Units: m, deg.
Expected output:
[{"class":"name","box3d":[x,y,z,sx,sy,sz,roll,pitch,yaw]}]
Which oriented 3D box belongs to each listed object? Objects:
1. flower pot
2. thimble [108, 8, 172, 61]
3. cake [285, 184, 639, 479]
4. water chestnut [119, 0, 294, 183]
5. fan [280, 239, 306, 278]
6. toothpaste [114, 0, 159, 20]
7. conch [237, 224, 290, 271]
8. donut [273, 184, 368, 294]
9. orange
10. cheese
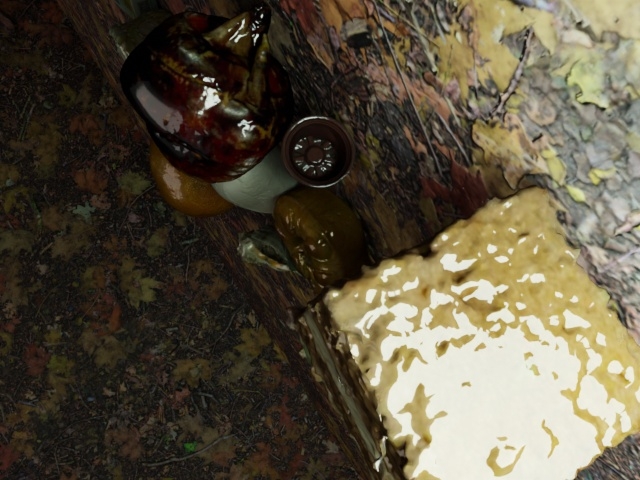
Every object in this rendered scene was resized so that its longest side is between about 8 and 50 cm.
[{"class":"flower pot","box3d":[-0.007,-0.133,0.866,0.111,0.111,0.089,59,176,-4]},{"class":"thimble","box3d":[-0.394,-0.451,1.320,0.191,0.143,0.137,55,165,7]},{"class":"cake","box3d":[0.138,0.120,0.604,0.256,0.281,0.290,63,169,4]},{"class":"water chestnut","box3d":[-0.165,-0.239,0.894,0.289,0.244,0.289,-14,-90,-83]},{"class":"fan","box3d":[-0.040,0.026,1.234,0.131,0.009,0.240,42,-163,-14]},{"class":"toothpaste","box3d":[-0.501,-0.646,1.422,0.313,0.071,0.089,46,157,37]},{"class":"conch","box3d":[-0.144,0.029,1.515,0.207,0.130,0.155,34,-171,17]},{"class":"donut","box3d":[-0.001,-0.002,1.057,0.227,0.113,0.227,51,164,21]},{"class":"orange","box3d":[-0.289,-0.186,1.336,0.264,0.264,0.264,51,163,22]},{"class":"cheese","box3d":[-0.146,-0.147,1.106,0.189,0.154,0.198,56,-169,29]}]
